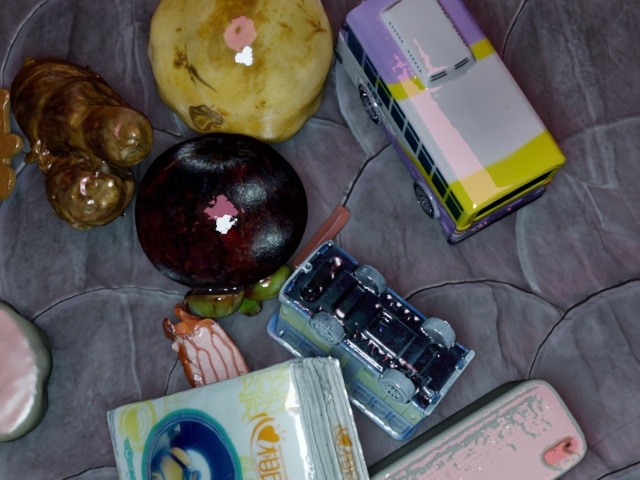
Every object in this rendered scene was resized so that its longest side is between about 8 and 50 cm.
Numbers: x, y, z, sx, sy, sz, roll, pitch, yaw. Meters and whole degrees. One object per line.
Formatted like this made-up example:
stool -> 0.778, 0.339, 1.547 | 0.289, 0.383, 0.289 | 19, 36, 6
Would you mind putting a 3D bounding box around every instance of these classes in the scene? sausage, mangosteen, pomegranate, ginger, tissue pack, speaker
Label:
sausage -> 0.000, 0.000, 1.702 | 0.030, 0.035, 0.147 | 39, 81, 5
mangosteen -> -0.166, -0.030, 1.598 | 0.300, 0.300, 0.300 | 0, 76, -1
pomegranate -> -0.133, -0.332, 1.662 | 0.332, 0.332, 0.332 | 0, 76, -1
ginger -> -0.423, -0.170, 1.630 | 0.418, 0.176, 0.254 | 41, 116, 42
tissue pack -> -0.127, 0.355, 1.455 | 0.388, 0.162, 0.287 | -20, 79, 31
speaker -> 0.226, 0.381, 1.532 | 0.406, 0.184, 0.183 | -31, 77, -7

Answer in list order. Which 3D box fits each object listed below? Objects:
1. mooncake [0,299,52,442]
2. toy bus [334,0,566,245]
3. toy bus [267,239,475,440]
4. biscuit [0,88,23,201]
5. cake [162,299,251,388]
mooncake -> -0.578, 0.224, 1.592 | 0.275, 0.135, 0.275 | 1, 77, -4
toy bus -> 0.211, -0.243, 1.654 | 0.209, 0.249, 0.440 | -28, 78, -7
toy bus -> 0.077, 0.165, 1.578 | 0.312, 0.190, 0.152 | 39, 63, 8
biscuit -> -0.586, -0.163, 1.717 | 0.138, 0.031, 0.205 | -24, 69, 24
cake -> -0.174, 0.230, 1.610 | 0.098, 0.135, 0.287 | -32, 87, -22
